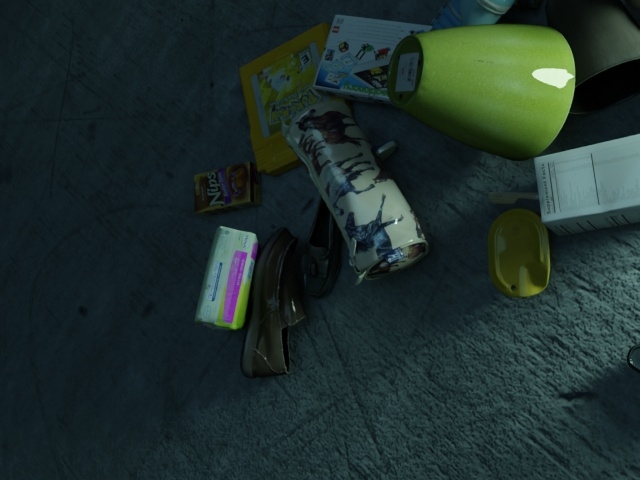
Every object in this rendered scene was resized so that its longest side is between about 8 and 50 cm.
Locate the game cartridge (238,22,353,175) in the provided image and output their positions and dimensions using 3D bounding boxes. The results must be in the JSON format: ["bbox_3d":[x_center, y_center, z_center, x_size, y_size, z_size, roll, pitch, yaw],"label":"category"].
[{"bbox_3d":[-0.064,-0.351,1.941,0.285,0.053,0.323,-22,67,26],"label":"game cartridge"}]

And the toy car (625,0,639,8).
[{"bbox_3d":[0.644,-0.554,1.398,0.238,0.210,0.219,-38,67,14],"label":"toy car"}]

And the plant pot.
[{"bbox_3d":[0.290,-0.310,1.503,0.275,0.294,0.274,-175,90,-65],"label":"plant pot"}]

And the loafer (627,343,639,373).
[{"bbox_3d":[0.652,0.224,1.343,0.223,0.078,0.076,12,85,33],"label":"loafer"}]

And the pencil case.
[{"bbox_3d":[0.069,-0.112,1.683,0.410,0.184,0.160,61,148,14],"label":"pencil case"}]

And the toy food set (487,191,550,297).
[{"bbox_3d":[0.411,0.008,1.548,0.128,0.071,0.217,-5,81,38],"label":"toy food set"}]

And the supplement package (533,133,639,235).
[{"bbox_3d":[0.547,-0.104,1.451,0.244,0.134,0.139,-11,74,29],"label":"supplement package"}]

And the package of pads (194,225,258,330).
[{"bbox_3d":[-0.210,0.101,1.794,0.101,0.296,0.229,12,84,0],"label":"package of pads"}]

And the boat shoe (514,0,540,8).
[{"bbox_3d":[0.488,-0.600,1.640,0.073,0.080,0.223,35,104,27],"label":"boat shoe"}]

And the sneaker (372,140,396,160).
[{"bbox_3d":[0.102,-0.213,1.800,0.152,0.058,0.084,-33,72,29],"label":"sneaker"}]

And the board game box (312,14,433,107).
[{"bbox_3d":[0.148,-0.415,1.791,0.305,0.053,0.193,15,85,25],"label":"board game box"}]

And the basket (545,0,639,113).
[{"bbox_3d":[0.543,-0.396,1.516,0.204,0.154,0.226,-22,65,23],"label":"basket"}]

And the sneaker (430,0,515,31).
[{"bbox_3d":[0.323,-0.531,1.672,0.208,0.127,0.319,-52,13,42],"label":"sneaker"}]

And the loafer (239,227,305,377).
[{"bbox_3d":[-0.092,0.153,1.814,0.130,0.134,0.365,11,95,10],"label":"loafer"}]

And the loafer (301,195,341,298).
[{"bbox_3d":[0.000,0.000,1.799,0.096,0.084,0.267,11,85,33],"label":"loafer"}]

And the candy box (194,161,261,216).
[{"bbox_3d":[-0.245,-0.132,2.003,0.187,0.053,0.109,-11,74,31],"label":"candy box"}]
